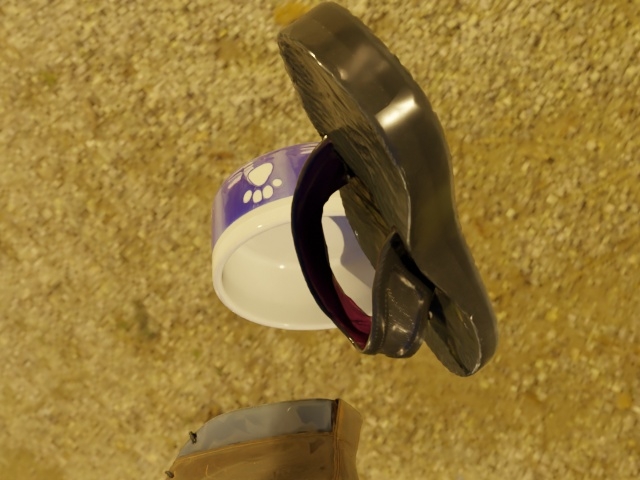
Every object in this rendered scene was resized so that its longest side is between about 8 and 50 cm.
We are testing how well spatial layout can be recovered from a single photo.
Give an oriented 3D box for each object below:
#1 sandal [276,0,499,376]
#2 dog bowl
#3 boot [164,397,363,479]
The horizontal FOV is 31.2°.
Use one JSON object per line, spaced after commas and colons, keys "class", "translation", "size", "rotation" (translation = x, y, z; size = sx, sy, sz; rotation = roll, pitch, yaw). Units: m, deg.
{"class": "sandal", "translation": [0.032, -0.003, 0.852], "size": [0.167, 0.107, 0.446], "rotation": [48, 172, 31]}
{"class": "dog bowl", "translation": [0.000, 0.000, 1.382], "size": [0.265, 0.104, 0.265], "rotation": [-5, 147, -3]}
{"class": "boot", "translation": [-0.063, 0.159, 0.628], "size": [0.219, 0.106, 0.082], "rotation": [-20, 127, 30]}
